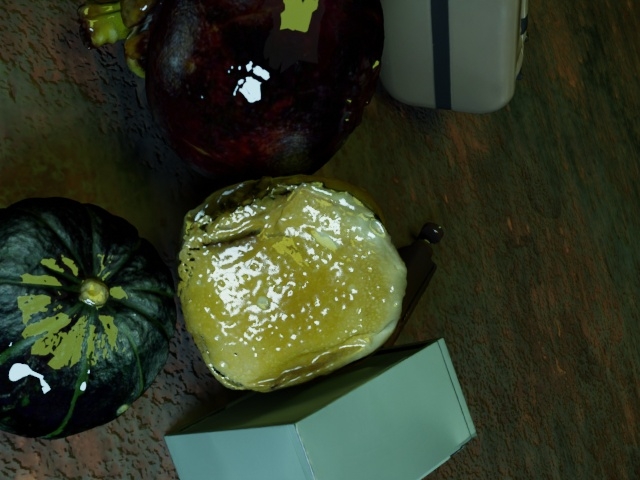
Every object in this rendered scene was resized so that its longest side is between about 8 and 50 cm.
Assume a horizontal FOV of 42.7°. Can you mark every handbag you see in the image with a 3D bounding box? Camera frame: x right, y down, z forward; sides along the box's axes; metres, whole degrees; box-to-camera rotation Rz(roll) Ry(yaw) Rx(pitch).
[{"bbox_3d":[0.154,-0.327,1.168,0.301,0.283,0.149,75,28,-56],"label":"handbag"}]

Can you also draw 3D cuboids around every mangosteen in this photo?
[{"bbox_3d":[-0.076,-0.207,0.908,0.297,0.293,0.297,-32,129,-48],"label":"mangosteen"}]

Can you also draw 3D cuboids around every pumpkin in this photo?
[{"bbox_3d":[-0.238,0.068,0.736,0.221,0.162,0.220,21,57,-37],"label":"pumpkin"}]

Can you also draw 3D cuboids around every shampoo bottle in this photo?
[{"bbox_3d":[0.112,0.061,1.128,0.067,0.068,0.236,51,51,-18],"label":"shampoo bottle"}]

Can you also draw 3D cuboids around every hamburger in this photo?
[{"bbox_3d":[-0.036,0.038,0.845,0.244,0.244,0.163,47,6,-21],"label":"hamburger"}]

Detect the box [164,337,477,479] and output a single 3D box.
[{"bbox_3d":[0.000,0.209,0.861,0.225,0.225,0.117,-21,91,-43],"label":"box"}]
